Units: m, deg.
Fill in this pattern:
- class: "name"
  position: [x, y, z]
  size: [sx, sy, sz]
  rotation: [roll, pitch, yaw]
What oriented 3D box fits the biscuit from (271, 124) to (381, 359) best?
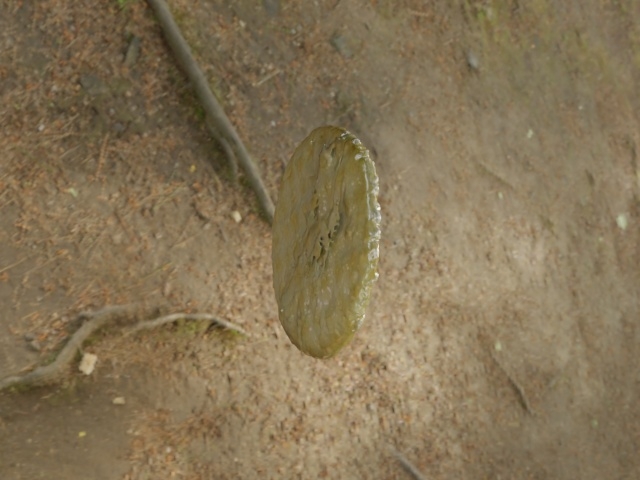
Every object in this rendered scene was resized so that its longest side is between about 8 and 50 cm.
- class: "biscuit"
  position: [-0.001, 0.000, 0.731]
  size: [0.033, 0.220, 0.220]
  rotation: [4, 71, -23]
